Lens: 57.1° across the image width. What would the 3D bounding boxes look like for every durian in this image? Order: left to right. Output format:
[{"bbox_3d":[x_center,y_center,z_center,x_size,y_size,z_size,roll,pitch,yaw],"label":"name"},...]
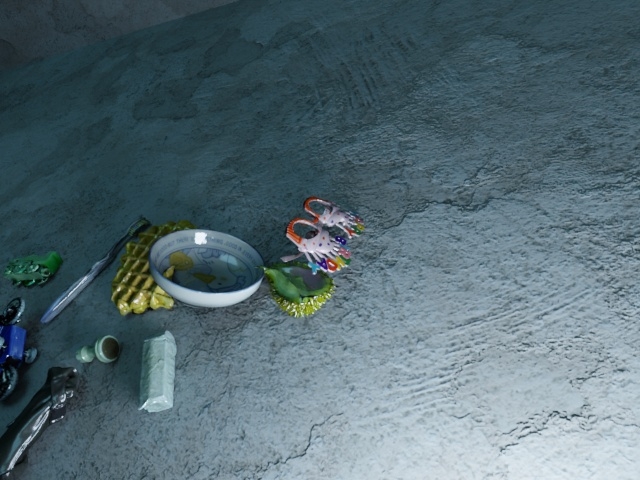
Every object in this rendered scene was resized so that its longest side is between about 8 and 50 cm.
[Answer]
[{"bbox_3d":[-0.051,0.112,1.319,0.137,0.095,0.221,-1,24,-31],"label":"durian"}]

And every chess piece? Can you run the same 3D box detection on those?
[{"bbox_3d":[-0.559,0.277,1.466,0.103,0.067,0.067,-17,44,26],"label":"chess piece"}]

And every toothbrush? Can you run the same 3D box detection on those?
[{"bbox_3d":[-0.652,0.082,1.711,0.042,0.035,0.413,25,66,38],"label":"toothbrush"}]

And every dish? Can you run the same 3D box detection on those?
[{"bbox_3d":[-0.280,0.097,1.423,0.274,0.133,0.273,12,28,-7],"label":"dish"}]

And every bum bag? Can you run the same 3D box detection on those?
[{"bbox_3d":[-0.676,0.439,1.371,0.142,0.079,0.326,11,60,44],"label":"bum bag"}]

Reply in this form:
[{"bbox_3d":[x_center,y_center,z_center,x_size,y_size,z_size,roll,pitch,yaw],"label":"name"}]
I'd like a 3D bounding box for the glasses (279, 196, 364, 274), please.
[{"bbox_3d":[0.007,-0.002,1.381,0.162,0.095,0.255,24,44,7],"label":"glasses"}]

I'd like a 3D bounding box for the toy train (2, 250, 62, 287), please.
[{"bbox_3d":[-0.894,0.085,1.816,0.178,0.071,0.104,-4,42,24],"label":"toy train"}]

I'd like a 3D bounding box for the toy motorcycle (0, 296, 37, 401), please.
[{"bbox_3d":[-0.859,0.304,1.572,0.169,0.113,0.315,-28,50,18],"label":"toy motorcycle"}]

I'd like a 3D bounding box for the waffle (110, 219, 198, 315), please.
[{"bbox_3d":[-0.447,0.062,1.601,0.329,0.062,0.329,-15,46,16],"label":"waffle"}]

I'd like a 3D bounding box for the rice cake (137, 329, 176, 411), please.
[{"bbox_3d":[-0.369,0.297,1.339,0.069,0.063,0.206,-18,45,4],"label":"rice cake"}]
